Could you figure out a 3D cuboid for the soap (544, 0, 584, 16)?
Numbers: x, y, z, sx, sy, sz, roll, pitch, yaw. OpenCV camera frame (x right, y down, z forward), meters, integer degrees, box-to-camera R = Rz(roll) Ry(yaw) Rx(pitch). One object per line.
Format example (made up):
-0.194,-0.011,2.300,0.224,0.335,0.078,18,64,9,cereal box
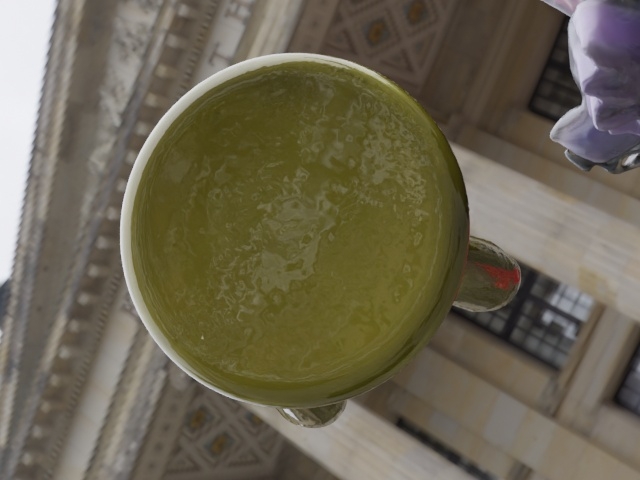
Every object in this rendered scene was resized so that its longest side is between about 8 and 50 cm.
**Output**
0.192,-0.180,0.591,0.127,0.325,0.220,-46,-30,-13,soap

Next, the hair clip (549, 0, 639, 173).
0.159,-0.096,0.365,0.292,0.106,0.084,-49,16,48,hair clip

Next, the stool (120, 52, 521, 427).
0.000,0.000,0.426,0.110,0.135,0.134,28,-108,-76,stool
